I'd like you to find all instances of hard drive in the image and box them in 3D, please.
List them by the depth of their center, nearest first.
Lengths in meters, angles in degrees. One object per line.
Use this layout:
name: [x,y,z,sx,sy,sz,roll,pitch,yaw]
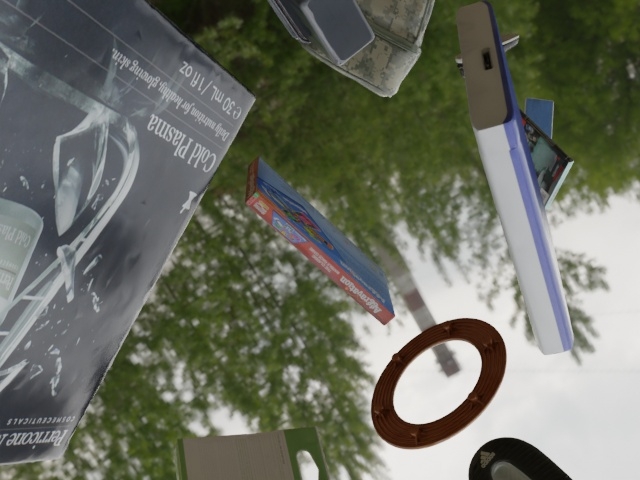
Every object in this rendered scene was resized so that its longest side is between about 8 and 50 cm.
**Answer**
hard drive: [0.206,-0.060,0.958,0.040,0.319,0.210,-13,-138,15]

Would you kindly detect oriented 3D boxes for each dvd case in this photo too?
dvd case: [0.271,-0.109,1.189,0.013,0.119,0.087,-17,143,-29]

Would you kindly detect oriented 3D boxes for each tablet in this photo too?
tablet: [0.380,-0.206,1.594,0.054,0.083,0.006,5,176,-11]

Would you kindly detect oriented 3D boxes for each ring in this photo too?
ring: [0.240,0.292,1.933,0.336,0.032,0.337,-30,-151,19]

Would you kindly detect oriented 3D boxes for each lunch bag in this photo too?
lunch bag: [0.099,-0.427,1.624,0.256,0.212,0.305,-58,-172,16]

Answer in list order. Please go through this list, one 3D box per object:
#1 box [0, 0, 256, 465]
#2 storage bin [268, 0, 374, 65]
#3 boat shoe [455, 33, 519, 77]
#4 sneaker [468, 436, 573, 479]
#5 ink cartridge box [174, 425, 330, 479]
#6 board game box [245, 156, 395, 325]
box: [-0.360,-0.059,0.849,0.472,0.297,0.480,-60,161,0]
storage bin: [0.006,-0.263,0.996,0.098,0.135,0.091,-38,-127,2]
boat shoe: [0.283,-0.313,1.536,0.125,0.038,0.046,-29,-154,-21]
sneaker: [0.424,0.492,1.479,0.169,0.447,0.257,-45,166,-6]
ink cartridge box: [-0.106,0.387,1.449,0.234,0.056,0.171,-1,-135,-16]
board game box: [0.000,0.000,1.350,0.027,0.281,0.145,-43,-160,15]
